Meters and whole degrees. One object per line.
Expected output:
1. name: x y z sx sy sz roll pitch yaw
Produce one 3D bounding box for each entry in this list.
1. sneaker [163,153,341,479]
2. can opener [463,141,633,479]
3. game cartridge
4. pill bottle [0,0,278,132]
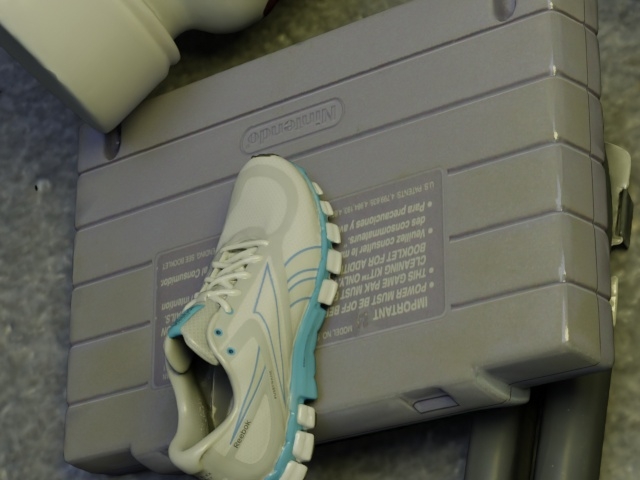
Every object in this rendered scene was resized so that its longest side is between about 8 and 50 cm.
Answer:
1. sneaker: -0.042 0.039 1.037 0.071 0.083 0.191 -15 63 40
2. can opener: 0.113 0.058 1.063 0.076 0.095 0.283 0 64 22
3. game cartridge: 0.000 0.000 1.109 0.355 0.068 0.230 -16 68 37
4. pill bottle: -0.060 -0.267 1.174 0.392 0.224 0.224 -47 60 -6
